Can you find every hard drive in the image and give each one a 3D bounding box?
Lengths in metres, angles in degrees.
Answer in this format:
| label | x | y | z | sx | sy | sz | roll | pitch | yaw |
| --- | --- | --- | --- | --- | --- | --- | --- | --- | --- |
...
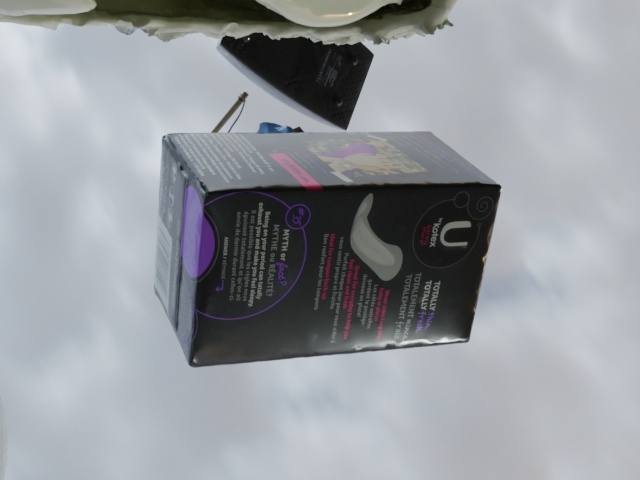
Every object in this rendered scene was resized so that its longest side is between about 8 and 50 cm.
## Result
| label | x | y | z | sx | sy | sz | roll | pitch | yaw |
| --- | --- | --- | --- | --- | --- | --- | --- | --- | --- |
| hard drive | -0.042 | -0.299 | 1.578 | 0.254 | 0.054 | 0.172 | 31 | -114 | -27 |

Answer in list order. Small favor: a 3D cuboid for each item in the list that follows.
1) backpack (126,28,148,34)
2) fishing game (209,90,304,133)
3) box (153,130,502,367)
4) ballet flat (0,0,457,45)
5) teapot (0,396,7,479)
| label | x | y | z | sx | sy | sz | roll | pitch | yaw |
| --- | --- | --- | --- | --- | --- | --- | --- | --- | --- |
| backpack | -0.213 | -0.313 | 1.173 | 0.084 | 0.114 | 0.105 | 26 | -126 | 8 |
| fishing game | -0.071 | -0.049 | 1.150 | 0.041 | 0.189 | 0.264 | 18 | -149 | -46 |
| box | 0.000 | 0.000 | 0.883 | 0.270 | 0.165 | 0.143 | -2 | -154 | -22 |
| ballet flat | -0.089 | -0.166 | 0.505 | 0.408 | 0.147 | 0.147 | -3 | -113 | -31 |
| teapot | -0.327 | 0.102 | 0.668 | 0.252 | 0.256 | 0.187 | 17 | -124 | -31 |
